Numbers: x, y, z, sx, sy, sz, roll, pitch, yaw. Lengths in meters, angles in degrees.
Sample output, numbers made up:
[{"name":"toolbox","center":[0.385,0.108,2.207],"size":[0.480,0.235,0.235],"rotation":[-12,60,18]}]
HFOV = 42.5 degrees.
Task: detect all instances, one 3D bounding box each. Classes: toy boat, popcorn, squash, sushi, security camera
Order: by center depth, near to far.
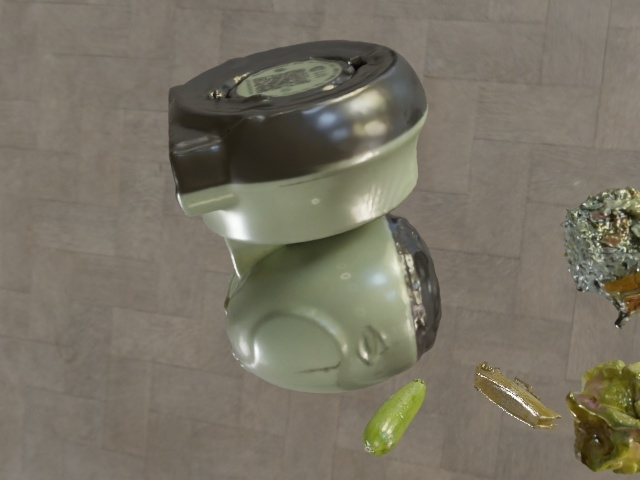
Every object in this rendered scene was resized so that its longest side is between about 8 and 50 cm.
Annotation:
[{"name":"security camera","center":[0.000,0.000,0.654],"size":[0.191,0.197,0.277],"rotation":[-13,117,-5]},{"name":"popcorn","center":[0.382,0.225,1.053],"size":[0.125,0.126,0.145],"rotation":[42,118,43]},{"name":"squash","center":[0.143,0.327,1.544],"size":[0.066,0.201,0.066],"rotation":[21,131,27]},{"name":"sushi","center":[0.580,0.021,1.606],"size":[0.184,0.274,0.139],"rotation":[-10,133,5]},{"name":"toy boat","center":[0.403,0.320,1.702],"size":[0.206,0.072,0.065],"rotation":[35,126,36]}]
